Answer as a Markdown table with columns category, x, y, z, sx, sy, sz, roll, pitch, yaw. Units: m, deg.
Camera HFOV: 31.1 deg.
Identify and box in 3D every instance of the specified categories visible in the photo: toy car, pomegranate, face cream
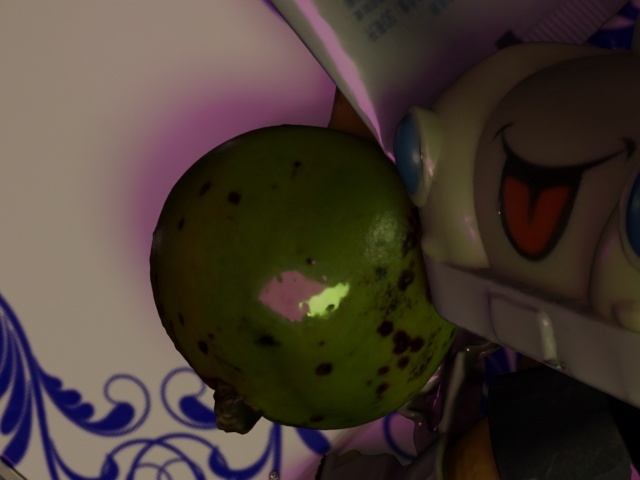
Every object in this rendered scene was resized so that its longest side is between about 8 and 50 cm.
| category | x | y | z | sx | sy | sz | roll | pitch | yaw |
| --- | --- | --- | --- | --- | --- | --- | --- | --- | --- |
| toy car | 0.225 | -0.075 | 0.569 | 0.335 | 0.242 | 0.226 | -17 | 109 | -23 |
| pomegranate | -0.009 | -0.008 | 0.702 | 0.198 | 0.198 | 0.246 | -2 | 91 | 8 |
| face cream | 0.002 | -0.259 | 0.668 | 0.235 | 0.137 | 0.420 | -42 | 93 | -23 |

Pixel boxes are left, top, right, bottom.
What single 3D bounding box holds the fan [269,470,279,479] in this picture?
| category | x | y | z | sx | sy | sz | roll | pitch | yaw |
| --- | --- | --- | --- | --- | --- | --- | --- | --- | --- |
| fan | -0.037 | 0.232 | 0.843 | 0.085 | 0.005 | 0.133 | 6 | 102 | 7 |

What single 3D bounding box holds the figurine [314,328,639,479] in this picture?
| category | x | y | z | sx | sy | sz | roll | pitch | yaw |
| --- | --- | --- | --- | --- | --- | --- | --- | --- | --- |
| figurine | 0.129 | 0.168 | 0.703 | 0.308 | 0.143 | 0.309 | 4 | 98 | 29 |
